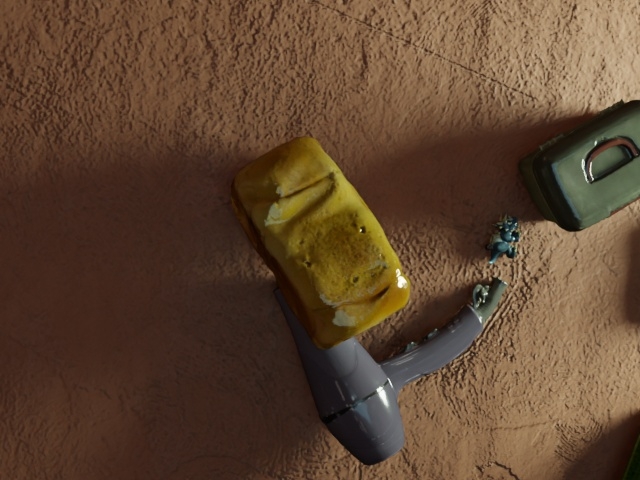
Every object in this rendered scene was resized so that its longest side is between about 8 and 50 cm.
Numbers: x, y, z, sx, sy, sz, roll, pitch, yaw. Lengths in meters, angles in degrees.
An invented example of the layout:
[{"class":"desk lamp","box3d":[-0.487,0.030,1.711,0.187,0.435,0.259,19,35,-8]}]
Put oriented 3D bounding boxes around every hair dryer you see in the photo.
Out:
[{"class":"hair dryer","box3d":[0.130,0.137,1.427,0.361,0.121,0.301,-28,89,-14]}]

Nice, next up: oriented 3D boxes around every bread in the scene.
[{"class":"bread","box3d":[0.000,0.000,1.329,0.167,0.132,0.294,-28,80,-15]}]

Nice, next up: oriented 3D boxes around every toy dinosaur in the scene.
[{"class":"toy dinosaur","box3d":[0.286,-0.001,1.456,0.047,0.030,0.083,15,92,-8]}]

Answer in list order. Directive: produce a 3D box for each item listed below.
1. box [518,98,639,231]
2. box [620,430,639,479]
[{"class":"box","box3d":[0.420,-0.115,1.415,0.210,0.129,0.148,-29,98,-4]},{"class":"box","box3d":[0.532,0.440,1.486,0.134,0.097,0.345,21,88,-17]}]
